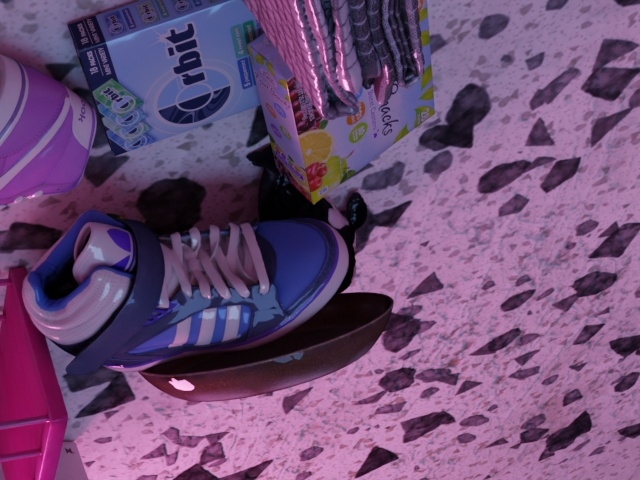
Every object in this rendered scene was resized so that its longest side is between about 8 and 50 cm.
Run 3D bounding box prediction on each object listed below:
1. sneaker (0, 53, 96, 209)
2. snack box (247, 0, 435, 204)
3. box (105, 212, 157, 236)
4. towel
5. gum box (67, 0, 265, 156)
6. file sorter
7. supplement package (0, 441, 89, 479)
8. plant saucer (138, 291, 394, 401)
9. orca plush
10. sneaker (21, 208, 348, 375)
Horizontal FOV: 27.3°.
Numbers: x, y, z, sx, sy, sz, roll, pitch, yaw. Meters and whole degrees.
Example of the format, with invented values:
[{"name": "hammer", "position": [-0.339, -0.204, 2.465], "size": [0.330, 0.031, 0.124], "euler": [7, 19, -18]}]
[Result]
[{"name": "sneaker", "position": [-0.327, -0.045, 1.260], "size": [0.282, 0.102, 0.161], "euler": [-39, 148, 21]}, {"name": "snack box", "position": [0.027, -0.160, 1.317], "size": [0.174, 0.070, 0.207], "euler": [-37, 151, -16]}, {"name": "box", "position": [-0.219, 0.034, 1.492], "size": [0.105, 0.043, 0.179], "euler": [-35, 144, 16]}, {"name": "towel", "position": [-0.011, -0.261, 1.042], "size": [0.121, 0.235, 0.284], "euler": [-28, 148, -7]}, {"name": "gum box", "position": [-0.133, -0.171, 1.261], "size": [0.184, 0.041, 0.157], "euler": [-21, 147, -8]}, {"name": "file sorter", "position": [-0.408, 0.205, 1.462], "size": [0.182, 0.202, 0.291], "euler": [-6, 143, -24]}, {"name": "supplement package", "position": [-0.448, 0.411, 1.742], "size": [0.293, 0.177, 0.175], "euler": [-42, 147, 24]}, {"name": "plant saucer", "position": [-0.061, 0.126, 1.539], "size": [0.310, 0.050, 0.310], "euler": [-13, -171, 2]}, {"name": "orca plush", "position": [0.000, 0.000, 1.532], "size": [0.151, 0.102, 0.287], "euler": [-17, 146, -13]}, {"name": "sneaker", "position": [-0.147, 0.033, 1.366], "size": [0.322, 0.130, 0.236], "euler": [-20, 154, 9]}]
